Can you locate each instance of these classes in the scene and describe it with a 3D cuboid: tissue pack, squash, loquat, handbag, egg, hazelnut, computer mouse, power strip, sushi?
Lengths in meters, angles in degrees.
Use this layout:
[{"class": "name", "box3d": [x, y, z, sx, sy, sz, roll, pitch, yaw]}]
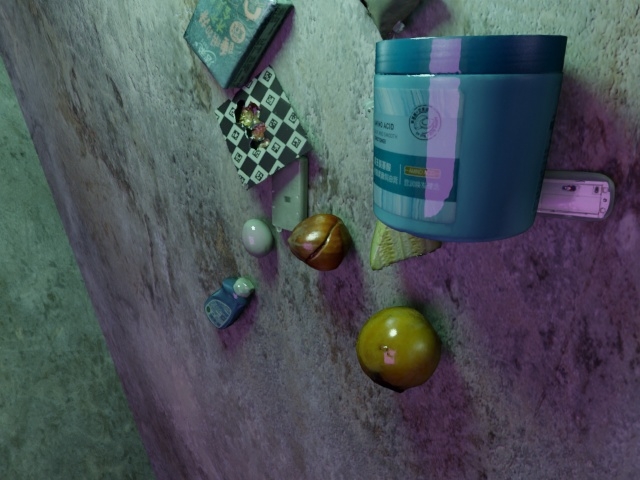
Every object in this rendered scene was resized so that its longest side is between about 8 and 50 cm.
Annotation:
[{"class": "tissue pack", "box3d": [-0.244, -0.616, 1.238, 0.227, 0.103, 0.316, 55, 131, 7]}, {"class": "squash", "box3d": [0.181, -0.093, 1.124, 0.203, 0.111, 0.288, -18, 105, 1]}, {"class": "loquat", "box3d": [0.212, 0.294, 1.208, 0.235, 0.235, 0.234, 17, 119, 32]}, {"class": "handbag", "box3d": [0.121, -0.579, 0.962, 0.270, 0.117, 0.182, 56, 141, 3]}, {"class": "egg", "box3d": [-0.213, -0.008, 1.489, 0.103, 0.103, 0.134, -6, 104, 40]}, {"class": "hazelnut", "box3d": [0.000, 0.000, 1.288, 0.182, 0.182, 0.181, 17, 119, 32]}, {"class": "computer mouse", "box3d": [0.499, -0.094, 0.923, 0.199, 0.045, 0.102, 10, 109, 42]}, {"class": "power strip", "box3d": [-0.096, -0.145, 1.373, 0.118, 0.046, 0.270, 16, 118, 29]}, {"class": "sushi", "box3d": [-0.171, -0.329, 1.327, 0.264, 0.050, 0.289, -29, 79, 27]}]

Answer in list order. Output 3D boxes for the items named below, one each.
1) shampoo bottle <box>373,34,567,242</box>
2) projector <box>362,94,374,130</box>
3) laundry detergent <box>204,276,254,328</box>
[{"class": "shampoo bottle", "box3d": [0.268, -0.206, 0.863, 0.331, 0.331, 0.342, 14, 117, 33]}, {"class": "projector", "box3d": [0.186, -0.313, 1.065, 0.147, 0.061, 0.115, -16, 98, 41]}, {"class": "laundry detergent", "box3d": [-0.345, 0.228, 1.717, 0.290, 0.094, 0.143, -44, 74, 38]}]
